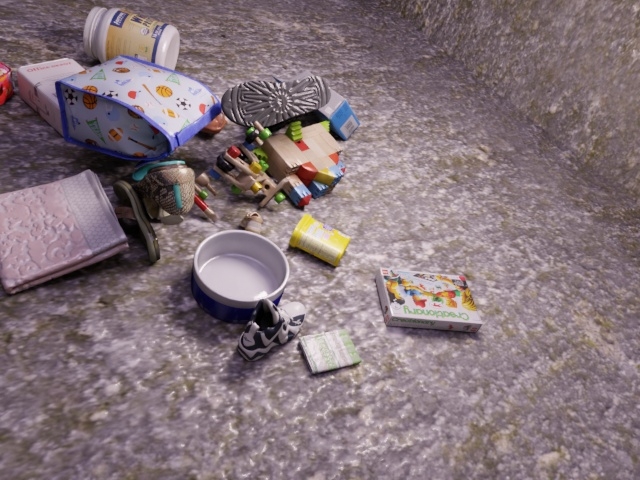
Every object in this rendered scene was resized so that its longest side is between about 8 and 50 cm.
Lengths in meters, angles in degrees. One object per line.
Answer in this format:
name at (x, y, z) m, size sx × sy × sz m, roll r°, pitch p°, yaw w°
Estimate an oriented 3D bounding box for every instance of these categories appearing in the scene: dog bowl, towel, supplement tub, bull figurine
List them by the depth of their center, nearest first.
towel at (-0.718, -0.042, 1.427) m, size 0.316 × 0.054 × 0.332 m, roll -23°, pitch 55°, yaw -23°
towel at (0.025, 0.300, 1.437) m, size 0.151 × 0.023 × 0.113 m, roll -4°, pitch 50°, yaw -28°
dog bowl at (-0.225, 0.097, 1.482) m, size 0.264 × 0.104 × 0.265 m, roll 11°, pitch 43°, yaw -11°
bull figurine at (-0.491, -0.487, 1.986) m, size 0.310 × 0.101 × 0.189 m, roll 22°, pitch 46°, yaw 3°
supplement tub at (-0.740, -0.775, 2.096) m, size 0.315 × 0.228 × 0.228 m, roll 16°, pitch 42°, yaw -6°

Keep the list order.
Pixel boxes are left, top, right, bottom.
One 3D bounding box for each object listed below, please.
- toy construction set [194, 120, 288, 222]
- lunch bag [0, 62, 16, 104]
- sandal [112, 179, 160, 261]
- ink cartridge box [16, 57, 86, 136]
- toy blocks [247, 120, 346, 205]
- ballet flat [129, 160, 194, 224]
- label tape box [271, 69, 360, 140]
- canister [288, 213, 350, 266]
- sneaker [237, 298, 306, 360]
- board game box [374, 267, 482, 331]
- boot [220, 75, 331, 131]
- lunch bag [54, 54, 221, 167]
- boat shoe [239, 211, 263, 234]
toy construction set at (-0.243, -0.174, 1.703) m, size 0.309 × 0.257 × 0.237 m, roll -44°, pitch 98°, yaw -10°
lunch bag at (-1.150, -0.500, 1.724) m, size 0.257 × 0.120 × 0.293 m, roll 20°, pitch 41°, yaw -2°
sandal at (-0.542, -0.059, 1.517) m, size 0.086 × 0.120 × 0.303 m, roll -23°, pitch 57°, yaw -19°
ink cartridge box at (-0.868, -0.495, 1.833) m, size 0.283 × 0.117 × 0.207 m, roll 39°, pitch 45°, yaw 19°
toy blocks at (-0.035, -0.274, 1.918) m, size 0.381 × 0.191 × 0.261 m, roll -28°, pitch 72°, yaw -43°
ballet flat at (-0.455, -0.134, 1.539) m, size 0.163 × 0.182 × 0.482 m, roll -12°, pitch 12°, yaw -22°
label tape box at (-0.013, -0.579, 2.181) m, size 0.333 × 0.106 × 0.240 m, roll 42°, pitch 4°, yaw 21°
canister at (0.000, 0.000, 1.699) m, size 0.169 × 0.073 × 0.126 m, roll 27°, pitch 42°, yaw 4°
sneaker at (-0.110, 0.200, 1.385) m, size 0.234 × 0.153 × 0.094 m, roll -25°, pitch 60°, yaw -39°
board game box at (0.333, 0.185, 1.653) m, size 0.304 × 0.053 × 0.193 m, roll 6°, pitch 44°, yaw -16°
boot at (-0.201, -0.468, 1.893) m, size 0.366 × 0.146 × 0.445 m, roll -11°, pitch 11°, yaw -18°
lunch bag at (-0.547, -0.396, 1.656) m, size 0.384 × 0.239 × 0.328 m, roll 16°, pitch 39°, yaw 10°
boat shoe at (-0.206, -0.057, 1.629) m, size 0.062 × 0.059 × 0.170 m, roll 21°, pitch 2°, yaw -20°
